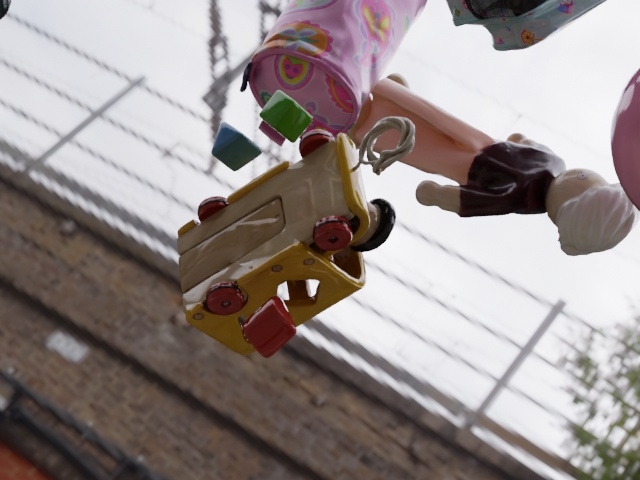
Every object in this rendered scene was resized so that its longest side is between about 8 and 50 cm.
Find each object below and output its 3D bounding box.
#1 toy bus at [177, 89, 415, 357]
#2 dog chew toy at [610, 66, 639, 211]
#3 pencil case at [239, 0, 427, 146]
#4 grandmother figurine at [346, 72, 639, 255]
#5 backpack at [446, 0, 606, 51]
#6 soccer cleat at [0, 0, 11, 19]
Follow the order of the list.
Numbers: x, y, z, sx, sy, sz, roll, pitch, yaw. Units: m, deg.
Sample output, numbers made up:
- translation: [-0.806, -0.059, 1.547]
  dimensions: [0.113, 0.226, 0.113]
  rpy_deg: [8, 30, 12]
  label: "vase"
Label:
- translation: [-0.010, 0.002, 1.060]
  dimensions: [0.202, 0.191, 0.104]
  rpy_deg: [18, -14, 47]
  label: "toy bus"
- translation: [0.383, -0.168, 1.267]
  dimensions: [0.207, 0.331, 0.206]
  rpy_deg: [16, -3, 1]
  label: "dog chew toy"
- translation: [0.026, -0.216, 1.398]
  dimensions: [0.124, 0.284, 0.124]
  rpy_deg: [16, -40, 14]
  label: "pencil case"
- translation: [0.178, -0.078, 1.507]
  dimensions: [0.342, 0.208, 0.104]
  rpy_deg: [26, -45, 31]
  label: "grandmother figurine"
- translation: [0.227, -0.299, 1.615]
  dimensions: [0.188, 0.166, 0.144]
  rpy_deg: [17, -43, 58]
  label: "backpack"
- translation: [-0.186, -0.202, 0.748]
  dimensions: [0.060, 0.072, 0.178]
  rpy_deg: [-21, -93, 54]
  label: "soccer cleat"
